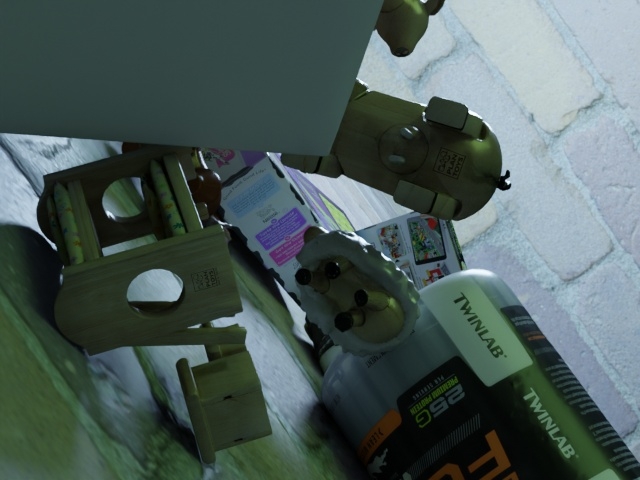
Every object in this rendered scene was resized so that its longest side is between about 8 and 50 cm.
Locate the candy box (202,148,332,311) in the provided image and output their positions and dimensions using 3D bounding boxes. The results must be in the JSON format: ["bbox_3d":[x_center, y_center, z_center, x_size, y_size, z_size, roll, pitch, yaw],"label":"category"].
[{"bbox_3d":[-0.062,-0.050,1.396,0.196,0.070,0.165,51,4,-46],"label":"candy box"}]

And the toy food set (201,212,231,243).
[{"bbox_3d":[-0.107,-0.028,1.296,0.078,0.019,0.122,53,0,-14],"label":"toy food set"}]

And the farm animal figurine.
[{"bbox_3d":[0.020,-0.119,1.191,0.326,0.330,0.172,37,8,14],"label":"farm animal figurine"}]

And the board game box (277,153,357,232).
[{"bbox_3d":[0.000,0.000,1.719,0.208,0.056,0.347,54,7,27],"label":"board game box"}]

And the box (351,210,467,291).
[{"bbox_3d":[0.115,0.072,1.619,0.036,0.114,0.207,8,65,-73],"label":"box"}]

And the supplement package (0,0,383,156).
[{"bbox_3d":[-0.104,-0.176,0.840,0.261,0.204,0.145,3,36,-25],"label":"supplement package"}]

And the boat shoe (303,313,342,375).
[{"bbox_3d":[0.053,0.104,1.441,0.069,0.081,0.228,62,13,23],"label":"boat shoe"}]

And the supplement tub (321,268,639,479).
[{"bbox_3d":[0.157,0.198,1.224,0.316,0.193,0.193,55,7,20],"label":"supplement tub"}]

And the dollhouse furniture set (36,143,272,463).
[{"bbox_3d":[-0.110,0.025,0.904,0.182,0.101,0.161,-116,-168,-55],"label":"dollhouse furniture set"}]
